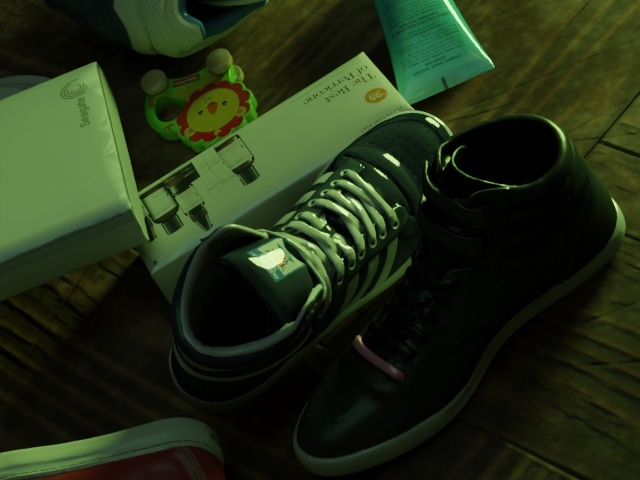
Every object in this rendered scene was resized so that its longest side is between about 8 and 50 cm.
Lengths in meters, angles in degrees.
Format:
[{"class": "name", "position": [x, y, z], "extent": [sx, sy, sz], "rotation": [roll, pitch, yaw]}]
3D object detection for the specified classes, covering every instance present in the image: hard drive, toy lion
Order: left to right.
[{"class": "hard drive", "position": [-0.322, -0.010, 1.435], "extent": [0.353, 0.047, 0.233], "rotation": [-22, 37, 1]}, {"class": "toy lion", "position": [-0.103, -0.112, 1.527], "extent": [0.100, 0.034, 0.096], "rotation": [-15, 53, 15]}]

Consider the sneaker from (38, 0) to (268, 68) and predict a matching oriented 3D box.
[{"class": "sneaker", "position": [-0.093, -0.290, 1.630], "extent": [0.236, 0.130, 0.323], "rotation": [25, 60, 30]}]

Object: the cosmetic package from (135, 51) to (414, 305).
[{"class": "cosmetic package", "position": [-0.038, -0.047, 1.408], "extent": [0.239, 0.060, 0.099], "rotation": [-33, 44, -3]}]

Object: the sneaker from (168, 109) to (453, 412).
[{"class": "sneaker", "position": [0.000, 0.000, 1.263], "extent": [0.099, 0.153, 0.282], "rotation": [41, 78, 12]}]

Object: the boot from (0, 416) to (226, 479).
[{"class": "boot", "position": [-0.178, 0.229, 1.211], "extent": [0.244, 0.088, 0.176], "rotation": [-17, 46, 8]}]

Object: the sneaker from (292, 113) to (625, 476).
[{"class": "sneaker", "position": [0.076, 0.026, 1.220], "extent": [0.296, 0.147, 0.104], "rotation": [-41, 46, -11]}]

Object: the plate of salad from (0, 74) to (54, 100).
[{"class": "plate of salad", "position": [-0.296, -0.069, 1.571], "extent": [0.200, 0.048, 0.199], "rotation": [-14, 45, 14]}]

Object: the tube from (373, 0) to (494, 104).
[{"class": "tube", "position": [0.078, -0.198, 1.501], "extent": [0.080, 0.052, 0.207], "rotation": [-27, 48, 10]}]
